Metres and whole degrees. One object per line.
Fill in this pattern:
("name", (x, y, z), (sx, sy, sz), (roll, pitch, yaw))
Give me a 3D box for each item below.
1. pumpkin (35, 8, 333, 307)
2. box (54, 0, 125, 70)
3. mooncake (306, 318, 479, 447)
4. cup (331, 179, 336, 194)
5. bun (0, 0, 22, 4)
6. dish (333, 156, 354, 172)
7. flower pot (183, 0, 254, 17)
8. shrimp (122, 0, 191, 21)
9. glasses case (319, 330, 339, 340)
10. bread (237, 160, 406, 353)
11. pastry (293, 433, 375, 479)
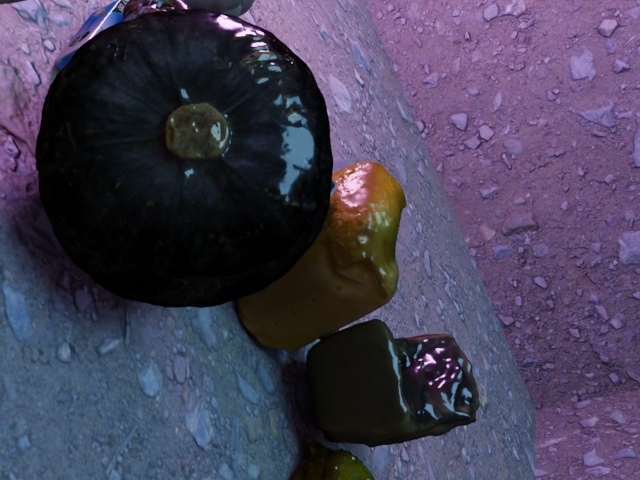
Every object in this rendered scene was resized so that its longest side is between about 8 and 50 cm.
("pumpkin", (-0.193, -0.117, 1.071), (0.344, 0.455, 0.454), (161, -91, -77))
("box", (-0.367, -0.320, 1.265), (0.139, 0.073, 0.194), (55, 28, -33))
("mooncake", (0.173, 0.315, 1.558), (0.393, 0.395, 0.246), (125, -42, -68))
("cup", (-0.102, -0.066, 1.327), (0.134, 0.236, 0.148), (48, 25, -5))
("bun", (-0.487, -0.471, 0.922), (0.349, 0.228, 0.352), (44, 37, -47))
("dish", (0.099, -0.138, 2.152), (0.243, 0.080, 0.182), (67, 23, -10))
("flower pot", (-0.255, -0.584, 1.566), (0.246, 0.195, 0.246), (47, 33, -45))
("shrimp", (-0.207, -0.321, 1.265), (0.343, 0.116, 0.145), (43, 39, 5))
("glasses case", (-0.007, 0.177, 1.622), (0.194, 0.049, 0.073), (-135, -141, -67))
("bread", (0.000, 0.000, 1.473), (0.250, 0.394, 0.360), (39, 39, -26))
("pastry", (0.048, 0.538, 1.441), (0.240, 0.132, 0.235), (58, 27, -29))
